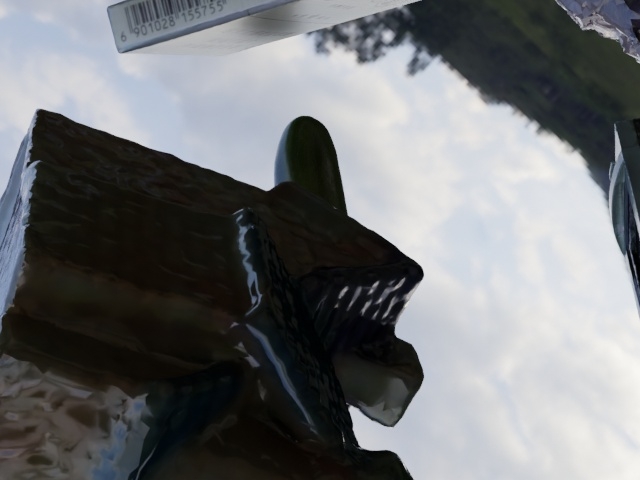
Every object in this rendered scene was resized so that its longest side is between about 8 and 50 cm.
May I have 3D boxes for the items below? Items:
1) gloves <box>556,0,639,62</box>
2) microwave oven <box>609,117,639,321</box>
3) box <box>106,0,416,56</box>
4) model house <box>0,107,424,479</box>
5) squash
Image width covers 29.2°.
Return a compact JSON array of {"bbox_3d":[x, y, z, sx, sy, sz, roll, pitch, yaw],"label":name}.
[{"bbox_3d":[0.159,-0.080,0.469,0.144,0.110,0.094,61,-166,-2],"label":"gloves"},{"bbox_3d":[0.323,-0.003,0.985,0.208,0.162,0.122,-87,-12,-48],"label":"microwave oven"},{"bbox_3d":[0.012,-0.153,0.722,0.139,0.245,0.035,-16,-87,-65],"label":"box"},{"bbox_3d":[-0.072,0.092,0.727,0.280,0.245,0.312,20,-160,-17],"label":"model house"},{"bbox_3d":[0.000,0.000,1.129,0.069,0.069,0.258,7,-117,-44],"label":"squash"}]
